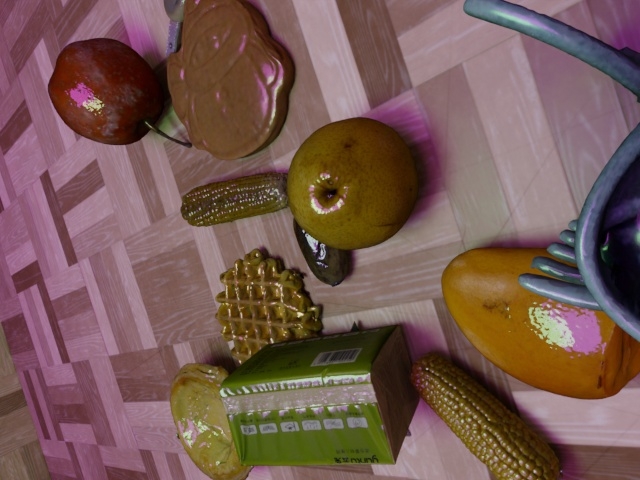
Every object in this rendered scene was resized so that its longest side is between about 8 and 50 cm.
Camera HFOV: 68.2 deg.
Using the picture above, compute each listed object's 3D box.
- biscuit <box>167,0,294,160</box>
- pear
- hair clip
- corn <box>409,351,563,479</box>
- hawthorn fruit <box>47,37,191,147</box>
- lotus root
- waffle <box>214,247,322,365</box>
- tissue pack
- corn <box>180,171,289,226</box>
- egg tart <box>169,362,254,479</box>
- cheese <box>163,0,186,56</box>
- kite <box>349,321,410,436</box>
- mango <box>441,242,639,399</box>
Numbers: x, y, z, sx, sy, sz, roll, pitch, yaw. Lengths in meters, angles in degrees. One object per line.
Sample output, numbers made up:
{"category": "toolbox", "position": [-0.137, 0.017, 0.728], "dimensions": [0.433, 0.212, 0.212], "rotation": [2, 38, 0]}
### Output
{"category": "biscuit", "position": [-0.205, -0.331, 0.964], "dimensions": [0.312, 0.057, 0.351], "rotation": [-37, 78, 38]}
{"category": "pear", "position": [0.044, -0.085, 0.733], "dimensions": [0.209, 0.209, 0.209], "rotation": [11, 108, 36]}
{"category": "hair clip", "position": [0.331, -0.059, 0.435], "dimensions": [0.392, 0.318, 0.238], "rotation": [23, 116, 30]}
{"category": "corn", "position": [0.249, 0.283, 0.736], "dimensions": [0.260, 0.091, 0.091], "rotation": [41, 88, 24]}
{"category": "hawthorn fruit", "position": [-0.469, -0.329, 1.058], "dimensions": [0.263, 0.235, 0.231], "rotation": [18, 114, 36]}
{"category": "lotus root", "position": [0.000, 0.000, 0.867], "dimensions": [0.089, 0.080, 0.179], "rotation": [-19, 91, 40]}
{"category": "waffle", "position": [-0.117, 0.181, 1.023], "dimensions": [0.329, 0.062, 0.329], "rotation": [10, 107, 37]}
{"category": "tissue pack", "position": [0.005, 0.264, 0.812], "dimensions": [0.274, 0.200, 0.167], "rotation": [-15, 94, 25]}
{"category": "corn", "position": [-0.179, -0.084, 0.984], "dimensions": [0.320, 0.097, 0.097], "rotation": [-6, 98, 37]}
{"category": "egg tart", "position": [-0.242, 0.429, 1.152], "dimensions": [0.315, 0.120, 0.315], "rotation": [10, 106, 35]}
{"category": "cheese", "position": [-0.309, -0.491, 1.016], "dimensions": [0.097, 0.037, 0.192], "rotation": [34, 121, 29]}
{"category": "kite", "position": [0.067, 0.320, 0.918], "dimensions": [0.234, 0.016, 0.321], "rotation": [25, 110, 16]}
{"category": "mango", "position": [0.273, 0.099, 0.637], "dimensions": [0.257, 0.138, 0.187], "rotation": [11, 127, 51]}
